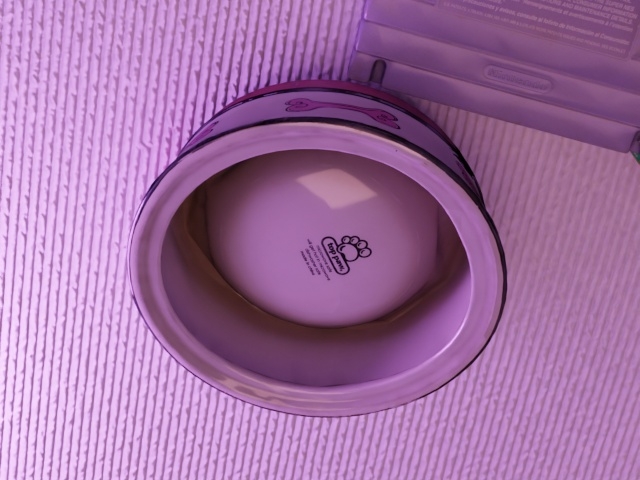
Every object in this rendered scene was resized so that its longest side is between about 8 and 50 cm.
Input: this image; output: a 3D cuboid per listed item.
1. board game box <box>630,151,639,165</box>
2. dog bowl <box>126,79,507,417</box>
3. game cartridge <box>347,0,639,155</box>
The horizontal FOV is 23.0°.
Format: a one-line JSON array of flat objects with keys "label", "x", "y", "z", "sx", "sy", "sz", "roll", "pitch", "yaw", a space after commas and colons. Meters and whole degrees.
[{"label": "board game box", "x": 0.480, "y": -0.127, "z": 1.728, "sx": 0.259, "sy": 0.039, "sz": 0.124, "roll": -32, "pitch": 115, "yaw": 17}, {"label": "dog bowl", "x": 0.000, "y": 0.000, "z": 1.734, "sx": 0.408, "sy": 0.150, "sz": 0.408, "roll": 3, "pitch": 127, "yaw": 4}, {"label": "game cartridge", "x": 0.225, "y": -0.233, "z": 1.652, "sx": 0.355, "sy": 0.068, "sz": 0.230, "roll": 16, "pitch": 116, "yaw": 0}]
